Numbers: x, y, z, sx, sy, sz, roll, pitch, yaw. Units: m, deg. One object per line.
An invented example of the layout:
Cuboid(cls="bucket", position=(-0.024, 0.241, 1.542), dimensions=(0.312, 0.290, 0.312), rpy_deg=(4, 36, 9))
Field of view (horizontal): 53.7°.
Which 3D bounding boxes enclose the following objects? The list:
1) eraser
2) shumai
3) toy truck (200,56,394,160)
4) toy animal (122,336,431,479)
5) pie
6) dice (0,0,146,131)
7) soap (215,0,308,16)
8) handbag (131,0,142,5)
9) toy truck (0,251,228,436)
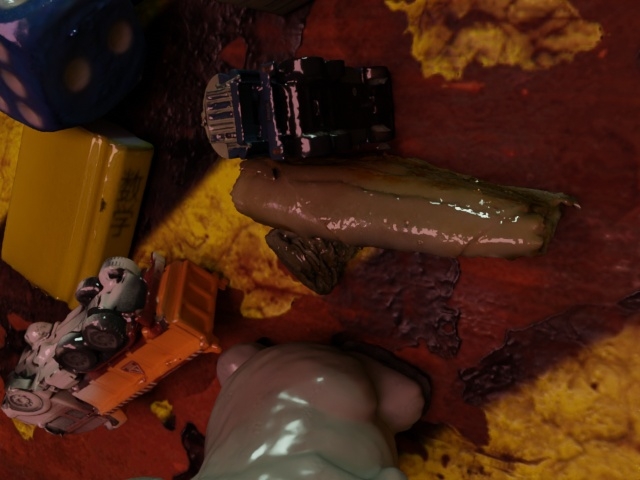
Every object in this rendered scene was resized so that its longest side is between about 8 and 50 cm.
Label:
Cuboid(cls="eraser", position=(-0.292, -0.042, 0.747), dimensions=(0.157, 0.069, 0.226), rpy_deg=(28, 111, 24))
Cuboid(cls="shumai", position=(0.000, 0.000, 0.608), dimensions=(0.083, 0.082, 0.080), rpy_deg=(43, 78, 4))
Cuboid(cls="toy truck", position=(-0.012, -0.101, 0.507), dimensions=(0.088, 0.201, 0.074), rpy_deg=(-2, 101, 32))
Cuboid(cls="toy animal", position=(-0.057, 0.204, 0.496), dimensions=(0.257, 0.357, 0.194), rpy_deg=(12, 106, 29))
Cuboid(cls="pie", position=(0.062, -0.032, 0.523), dimensions=(0.282, 0.128, 0.069), rpy_deg=(9, 114, 25))
Cuboid(cls="dice", position=(-0.275, -0.207, 0.644), dimensions=(0.146, 0.146, 0.143), rpy_deg=(24, 149, 22))
Cuboid(cls="soap", position=(-0.021, -0.314, 0.513), dimensions=(0.199, 0.138, 0.182), rpy_deg=(-19, 90, 30))
Cuboid(cls="handbag", position=(-0.207, -0.424, 0.641), dimensions=(0.191, 0.075, 0.333), rpy_deg=(26, 106, 19))
Cuboid(cls="toy truck", position=(-0.229, 0.119, 0.695), dimensions=(0.270, 0.114, 0.135), rpy_deg=(-34, 125, 27))
